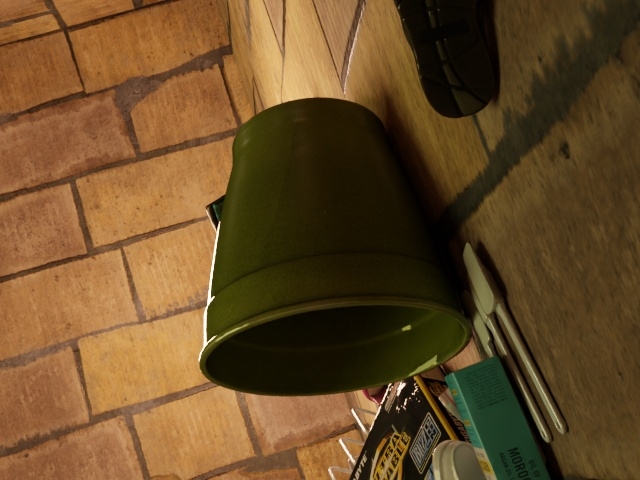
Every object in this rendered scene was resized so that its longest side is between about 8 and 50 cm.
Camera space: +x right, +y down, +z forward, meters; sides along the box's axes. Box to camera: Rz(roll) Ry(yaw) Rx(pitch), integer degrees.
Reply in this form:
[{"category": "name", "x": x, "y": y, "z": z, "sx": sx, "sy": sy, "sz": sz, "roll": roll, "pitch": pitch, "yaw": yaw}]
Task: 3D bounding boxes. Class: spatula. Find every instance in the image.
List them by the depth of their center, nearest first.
[{"category": "spatula", "x": 0.217, "y": 0.134, "z": 0.965, "sx": 0.168, "sy": 0.019, "sz": 0.242, "roll": 86, "pitch": 166, "yaw": -60}]

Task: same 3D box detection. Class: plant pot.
[{"category": "plant pot", "x": 0.000, "y": 0.000, "z": 1.179, "sx": 0.366, "sy": 0.366, "sz": 0.353, "roll": 86, "pitch": 176, "yaw": -64}]

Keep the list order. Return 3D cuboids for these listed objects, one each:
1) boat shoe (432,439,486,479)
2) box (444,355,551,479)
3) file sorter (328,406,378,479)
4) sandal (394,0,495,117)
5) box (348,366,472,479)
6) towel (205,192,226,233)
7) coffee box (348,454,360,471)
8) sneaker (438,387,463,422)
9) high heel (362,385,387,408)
[{"category": "boat shoe", "x": 0.246, "y": 0.376, "z": 1.056, "sx": 0.096, "sy": 0.098, "sz": 0.277, "roll": -42, "pitch": 73, "yaw": 46}, {"category": "box", "x": 0.224, "y": 0.264, "z": 0.973, "sx": 0.100, "sy": 0.060, "sz": 0.244, "roll": 76, "pitch": 174, "yaw": -77}, {"category": "file sorter", "x": 0.106, "y": 0.484, "z": 1.573, "sx": 0.193, "sy": 0.173, "sz": 0.278, "roll": -147, "pitch": 76, "yaw": -79}, {"category": "sandal", "x": 0.114, "y": -0.215, "z": 0.735, "sx": 0.060, "sy": 0.090, "sz": 0.219, "roll": -81, "pitch": -24, "yaw": -51}, {"category": "box", "x": 0.145, "y": 0.384, "z": 1.302, "sx": 0.257, "sy": 0.079, "sz": 0.322, "roll": -122, "pitch": 48, "yaw": -60}, {"category": "towel", "x": -0.030, "y": -0.016, "z": 1.420, "sx": 0.370, "sy": 0.040, "sz": 0.271, "roll": -41, "pitch": -68, "yaw": -50}, {"category": "coffee box", "x": 0.168, "y": 0.594, "z": 1.908, "sx": 0.297, "sy": 0.168, "sz": 0.119, "roll": 82, "pitch": 169, "yaw": -50}, {"category": "sneaker", "x": 0.219, "y": 0.220, "z": 1.085, "sx": 0.134, "sy": 0.070, "sz": 0.051, "roll": 42, "pitch": -178, "yaw": -33}, {"category": "high heel", "x": 0.116, "y": 0.313, "z": 2.006, "sx": 0.117, "sy": 0.082, "sz": 0.244, "roll": 49, "pitch": 170, "yaw": 50}]
